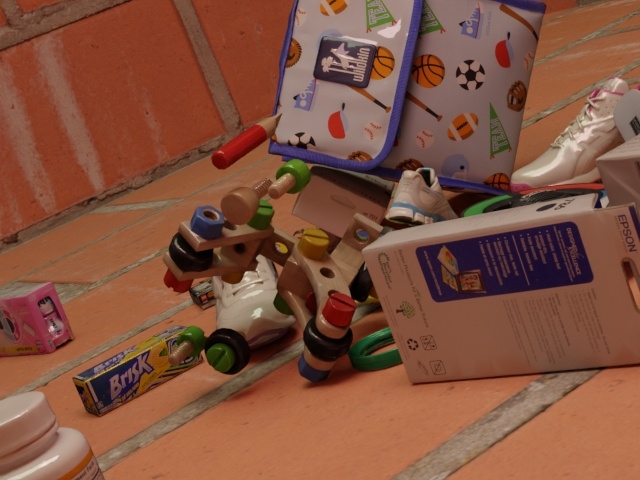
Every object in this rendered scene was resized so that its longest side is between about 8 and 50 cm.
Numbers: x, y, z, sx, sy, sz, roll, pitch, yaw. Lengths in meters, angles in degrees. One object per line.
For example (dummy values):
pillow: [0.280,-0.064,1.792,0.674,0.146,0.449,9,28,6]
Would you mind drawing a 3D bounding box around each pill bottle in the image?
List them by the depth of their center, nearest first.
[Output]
pill bottle: [-0.232,0.242,1.145,0.117,0.215,0.117,-20,12,4]

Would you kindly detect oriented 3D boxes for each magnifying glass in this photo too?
magnifying glass: [0.138,0.110,1.558,0.231,0.026,0.092,-17,12,26]

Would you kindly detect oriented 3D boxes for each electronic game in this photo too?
electronic game: [0.301,-0.043,1.815,0.229,0.048,0.229,-11,11,2]

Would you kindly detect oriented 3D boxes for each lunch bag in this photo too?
lunch bag: [0.125,-0.251,2.096,0.385,0.328,0.239,11,1,-16]

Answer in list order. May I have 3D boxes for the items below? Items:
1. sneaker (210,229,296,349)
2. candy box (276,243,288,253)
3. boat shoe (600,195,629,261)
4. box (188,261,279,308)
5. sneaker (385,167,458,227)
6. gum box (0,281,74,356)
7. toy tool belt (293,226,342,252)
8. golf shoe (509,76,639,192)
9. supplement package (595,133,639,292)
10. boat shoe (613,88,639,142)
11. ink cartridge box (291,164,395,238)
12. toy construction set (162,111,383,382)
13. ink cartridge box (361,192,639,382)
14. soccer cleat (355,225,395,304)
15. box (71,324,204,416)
sneaker: [-0.115,0.063,1.874,0.114,0.152,0.305,-21,14,-5]
candy box: [-0.023,0.050,1.890,0.027,0.105,0.206,-48,14,-1]
boat shoe: [0.353,-0.011,1.616,0.076,0.083,0.226,-26,-6,31]
box: [-0.144,0.067,2.192,0.137,0.027,0.094,-24,12,-13]
sneaker: [0.147,-0.054,1.808,0.071,0.083,0.190,8,-3,20]
gum box: [-0.509,0.137,2.308,0.188,0.107,0.062,-9,18,45]
toy tool belt: [0.000,0.000,2.218,0.083,0.052,0.051,-16,-15,17]
golf shoe: [0.412,-0.163,2.007,0.306,0.140,0.115,-24,14,-8]
supplement package: [0.470,-0.069,1.413,0.293,0.175,0.177,-28,13,-30]
boat shoe: [0.467,-0.125,1.866,0.080,0.076,0.228,-50,24,25]
ink cartridge box: [0.039,-0.071,2.199,0.082,0.139,0.191,-64,0,19]
toy construction set: [-0.038,-0.007,1.639,0.257,0.309,0.237,10,30,25]
ink cartridge box: [0.207,0.051,1.361,0.332,0.165,0.065,-9,16,42]
soccer cleat: [0.106,0.048,1.774,0.121,0.093,0.289,-49,24,-15]
box: [-0.249,0.176,1.836,0.169,0.054,0.059,-28,14,-26]
